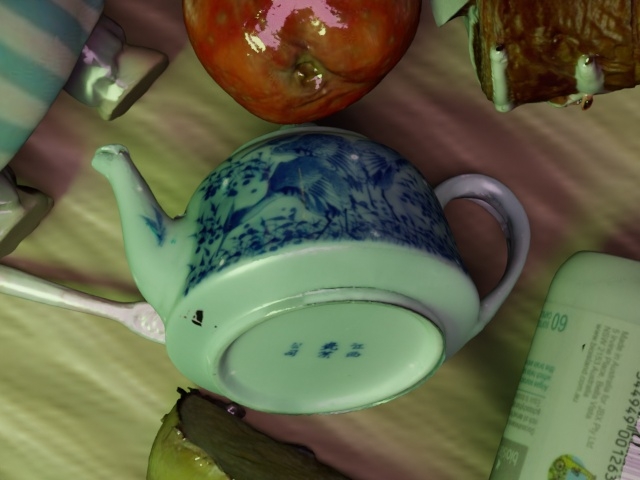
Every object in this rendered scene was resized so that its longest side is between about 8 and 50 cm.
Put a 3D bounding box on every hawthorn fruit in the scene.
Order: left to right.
[{"bbox_3d":[-0.008,-0.118,0.889,0.128,0.128,0.128,0,102,-1],"label":"hawthorn fruit"}]

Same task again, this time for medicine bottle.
[{"bbox_3d":[0.157,0.124,0.916,0.135,0.135,0.215,18,87,-5],"label":"medicine bottle"}]

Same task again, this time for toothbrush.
[{"bbox_3d":[-0.197,0.014,0.960,0.307,0.029,0.025,14,98,-2],"label":"toothbrush"}]

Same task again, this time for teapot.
[{"bbox_3d":[0.000,0.000,0.912,0.232,0.159,0.159,3,102,-15],"label":"teapot"}]

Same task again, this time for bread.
[{"bbox_3d":[0.114,-0.168,0.833,0.142,0.224,0.212,-11,123,3],"label":"bread"}]

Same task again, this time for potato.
[{"bbox_3d":[-0.024,0.166,0.961,0.172,0.100,0.089,29,105,-10],"label":"potato"}]

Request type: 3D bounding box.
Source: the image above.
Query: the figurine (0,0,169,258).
[{"bbox_3d":[-0.256,-0.128,0.751,0.361,0.378,0.266,39,98,-7],"label":"figurine"}]
